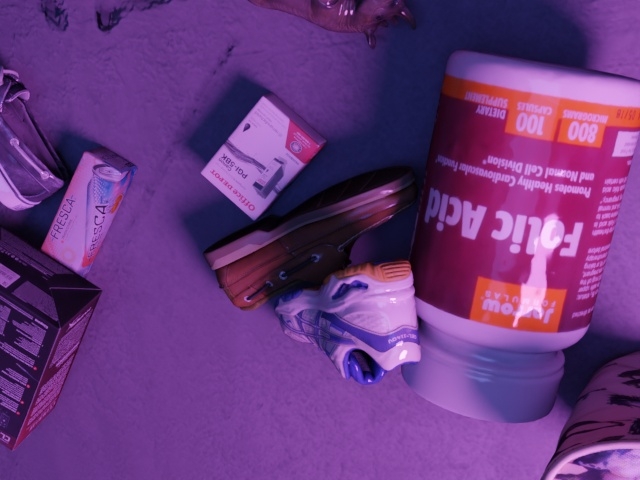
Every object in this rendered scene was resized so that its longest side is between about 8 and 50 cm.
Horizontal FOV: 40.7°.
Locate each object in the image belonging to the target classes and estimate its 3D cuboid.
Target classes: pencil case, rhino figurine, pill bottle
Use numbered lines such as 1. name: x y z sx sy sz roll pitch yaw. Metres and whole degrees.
1. pencil case: 0.360 0.234 0.945 0.183 0.410 0.160 7 98 23
2. rhino figurine: 0.005 -0.304 1.045 0.243 0.073 0.106 23 140 5
3. pill bottle: 0.219 -0.008 0.996 0.224 0.224 0.392 12 105 9

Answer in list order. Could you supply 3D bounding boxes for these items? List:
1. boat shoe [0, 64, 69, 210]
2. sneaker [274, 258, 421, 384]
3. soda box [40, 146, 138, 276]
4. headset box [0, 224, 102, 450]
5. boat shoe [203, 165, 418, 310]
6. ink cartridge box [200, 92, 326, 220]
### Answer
1. boat shoe: -0.440 -0.190 1.155 0.102 0.108 0.301 -24 100 16
2. sneaker: 0.024 0.114 1.042 0.111 0.296 0.131 -8 80 -21
3. soda box: -0.324 -0.035 1.192 0.063 0.058 0.183 30 108 4
4. headset box: -0.462 0.139 1.210 0.218 0.110 0.293 32 122 4
5. boat shoe: 0.000 0.000 1.115 0.307 0.111 0.104 -22 102 26
6. ink cartridge box: -0.074 -0.108 1.122 0.099 0.056 0.135 41 107 -1
